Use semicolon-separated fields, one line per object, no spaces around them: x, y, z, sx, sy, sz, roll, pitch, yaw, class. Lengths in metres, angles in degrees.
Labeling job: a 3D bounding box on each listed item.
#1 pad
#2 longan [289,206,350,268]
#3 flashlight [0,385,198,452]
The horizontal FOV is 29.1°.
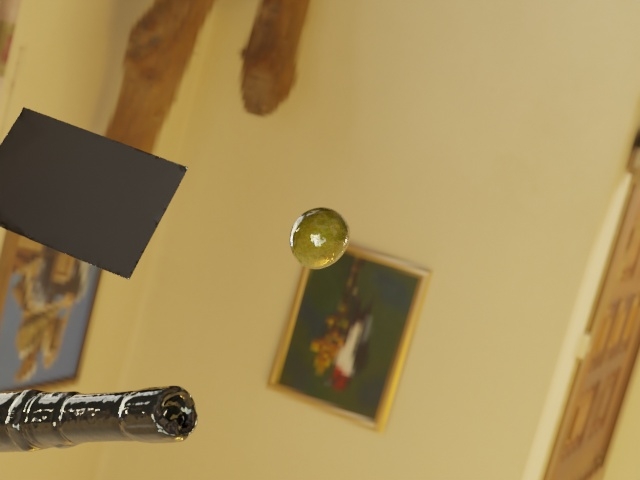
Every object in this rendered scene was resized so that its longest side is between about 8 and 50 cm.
-0.460;-0.094;2.294;0.368;0.247;0.007;20;158;14;pad
0.000;0.000;1.427;0.075;0.075;0.083;17;156;15;longan
-0.344;0.260;1.784;0.424;0.103;0.103;-8;172;38;flashlight
